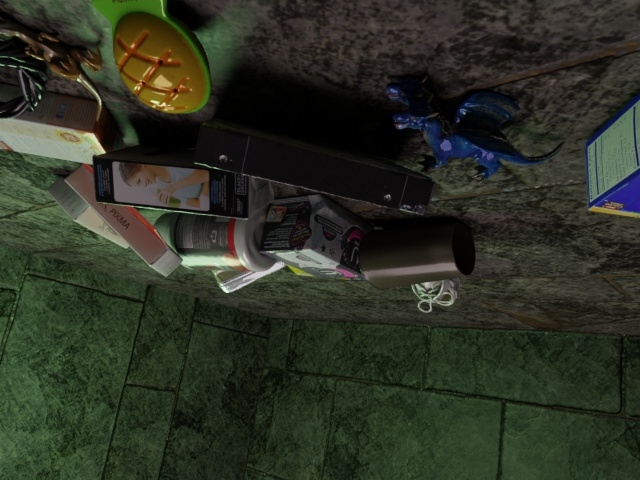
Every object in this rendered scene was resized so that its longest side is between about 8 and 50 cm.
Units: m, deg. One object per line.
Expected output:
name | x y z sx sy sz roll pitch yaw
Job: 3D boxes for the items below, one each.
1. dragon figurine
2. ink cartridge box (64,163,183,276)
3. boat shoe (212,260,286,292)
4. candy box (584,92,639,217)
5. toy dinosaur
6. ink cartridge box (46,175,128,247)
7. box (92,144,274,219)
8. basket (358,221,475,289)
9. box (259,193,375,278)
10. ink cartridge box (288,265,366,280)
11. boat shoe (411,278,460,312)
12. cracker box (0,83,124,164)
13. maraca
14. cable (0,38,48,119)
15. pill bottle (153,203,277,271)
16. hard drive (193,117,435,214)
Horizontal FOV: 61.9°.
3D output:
dragon figurine | 0.223 -0.148 0.743 0.289 0.085 0.144 11 165 -2
ink cartridge box | -0.456 -0.062 1.199 0.296 0.066 0.261 42 168 9
boat shoe | -0.158 0.035 1.435 0.094 0.302 0.109 58 -175 -24
candy box | 0.515 -0.116 0.626 0.268 0.122 0.317 8 166 3
toy dinosaur | -0.362 -0.253 0.776 0.112 0.064 0.211 20 165 37
ink cartridge box | -0.570 -0.034 1.434 0.239 0.060 0.275 43 174 16
box | -0.244 -0.114 0.989 0.290 0.087 0.169 7 -162 9
basket | 0.240 0.033 1.284 0.227 0.154 0.204 -10 172 40
box | 0.000 0.000 1.303 0.163 0.142 0.247 -2 162 37
ink cartridge box | 0.036 0.061 1.652 0.304 0.072 0.307 6 167 14
boat shoe | 0.332 0.133 1.570 0.136 0.156 0.367 2 164 23
cracker box | -0.498 -0.208 0.971 0.232 0.067 0.155 9 164 -4
maraca | -0.204 -0.237 0.657 0.127 0.099 0.185 0 137 23
cable | -0.493 -0.242 0.801 0.151 0.047 0.184 -28 168 2
pill bottle | -0.267 -0.012 1.349 0.319 0.176 0.176 0 163 30
hard drive | -0.016 -0.123 0.839 0.339 0.064 0.237 13 -168 -10
